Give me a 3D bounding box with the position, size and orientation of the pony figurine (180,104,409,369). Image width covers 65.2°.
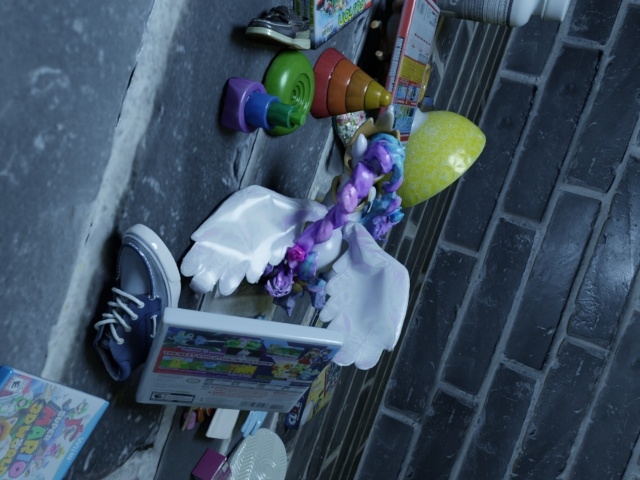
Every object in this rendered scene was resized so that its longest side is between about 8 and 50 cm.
[{"bbox_3d":[0.000,0.000,0.776,0.350,0.303,0.363,-61,180,-22],"label":"pony figurine"}]

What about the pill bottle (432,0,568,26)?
[{"bbox_3d":[0.401,-0.585,1.132,0.176,0.319,0.176,-52,153,-42],"label":"pill bottle"}]

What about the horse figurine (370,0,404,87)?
[{"bbox_3d":[0.152,-0.437,0.994,0.174,0.066,0.263,-2,110,-69],"label":"horse figurine"}]

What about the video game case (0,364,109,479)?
[{"bbox_3d":[-0.296,0.201,0.506,0.119,0.015,0.166,-62,159,-21],"label":"video game case"}]

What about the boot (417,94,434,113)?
[{"bbox_3d":[0.314,-0.376,1.454,0.219,0.082,0.106,-36,143,-54],"label":"boot"}]

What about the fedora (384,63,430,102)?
[{"bbox_3d":[0.208,-0.377,1.179,0.194,0.079,0.194,-51,152,-41],"label":"fedora"}]

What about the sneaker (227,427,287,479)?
[{"bbox_3d":[-0.182,0.545,1.006,0.148,0.131,0.350,-47,-172,35],"label":"sneaker"}]

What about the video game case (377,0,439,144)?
[{"bbox_3d":[0.174,-0.333,1.002,0.204,0.025,0.285,-27,131,-64],"label":"video game case"}]

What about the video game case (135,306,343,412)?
[{"bbox_3d":[-0.100,0.150,0.593,0.023,0.202,0.183,-98,-151,-42],"label":"video game case"}]

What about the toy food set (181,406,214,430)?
[{"bbox_3d":[-0.199,0.273,0.825,0.122,0.019,0.077,51,61,-76],"label":"toy food set"}]

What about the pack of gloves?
[{"bbox_3d":[-0.138,0.259,0.961,0.195,0.046,0.232,48,58,-59],"label":"pack of gloves"}]

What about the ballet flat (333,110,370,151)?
[{"bbox_3d":[0.089,-0.207,1.033,0.091,0.077,0.241,-64,159,-14],"label":"ballet flat"}]

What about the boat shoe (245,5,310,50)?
[{"bbox_3d":[-0.052,-0.276,0.644,0.152,0.056,0.049,-46,146,-67],"label":"boat shoe"}]

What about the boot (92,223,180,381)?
[{"bbox_3d":[-0.204,0.076,0.544,0.086,0.069,0.189,-45,152,-42],"label":"boot"}]

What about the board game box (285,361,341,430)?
[{"bbox_3d":[-0.009,0.406,1.405,0.243,0.042,0.164,-6,115,-68],"label":"board game box"}]

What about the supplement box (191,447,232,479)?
[{"bbox_3d":[-0.200,0.434,0.931,0.055,0.043,0.083,-53,154,-39],"label":"supplement box"}]

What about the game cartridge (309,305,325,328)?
[{"bbox_3d":[-0.006,0.204,1.263,0.083,0.017,0.056,-65,163,-14],"label":"game cartridge"}]

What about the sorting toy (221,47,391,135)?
[{"bbox_3d":[0.007,-0.210,0.748,0.365,0.126,0.127,-39,143,-57],"label":"sorting toy"}]

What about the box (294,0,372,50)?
[{"bbox_3d":[0.026,-0.384,0.761,0.207,0.036,0.114,-53,154,-39],"label":"box"}]

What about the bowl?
[{"bbox_3d":[0.235,-0.230,1.225,0.156,0.290,0.289,49,52,-18],"label":"bowl"}]
